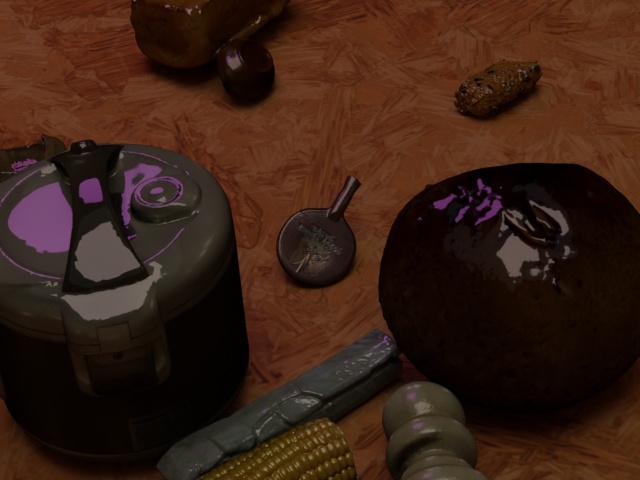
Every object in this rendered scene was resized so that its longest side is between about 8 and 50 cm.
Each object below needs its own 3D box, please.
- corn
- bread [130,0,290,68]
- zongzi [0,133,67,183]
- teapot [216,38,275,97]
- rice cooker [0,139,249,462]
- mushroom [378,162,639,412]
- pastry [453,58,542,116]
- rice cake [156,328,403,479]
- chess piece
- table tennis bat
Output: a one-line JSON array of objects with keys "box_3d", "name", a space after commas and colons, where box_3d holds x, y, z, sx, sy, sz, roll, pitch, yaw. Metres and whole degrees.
[{"box_3d": [-0.082, 0.302, 1.594, 0.305, 0.122, 0.123, -27, 2, -28], "name": "corn"}, {"box_3d": [-0.174, -0.396, 2.373, 0.167, 0.132, 0.294, 8, 36, 37], "name": "bread"}, {"box_3d": [-0.451, -0.022, 2.006, 0.228, 0.115, 0.256, -12, 52, -4], "name": "zongzi"}, {"box_3d": [-0.123, -0.270, 2.287, 0.098, 0.078, 0.129, 42, 34, -9], "name": "teapot"}, {"box_3d": [-0.252, 0.065, 1.708, 0.335, 0.325, 0.335, -2, 41, 2], "name": "rice cooker"}, {"box_3d": [0.224, 0.052, 1.790, 0.331, 0.356, 0.334, -8, 82, -24], "name": "mushroom"}, {"box_3d": [0.276, -0.240, 2.227, 0.080, 0.056, 0.140, 20, 47, 41], "name": "pastry"}, {"box_3d": [-0.043, 0.209, 1.728, 0.336, 0.063, 0.066, -30, 40, -26], "name": "rice cake"}, {"box_3d": [0.129, 0.257, 1.625, 0.133, 0.133, 0.243, -6, 34, -2], "name": "chess piece"}, {"box_3d": [0.000, 0.000, 2.009, 0.107, 0.119, 0.170, 30, 71, 1], "name": "table tennis bat"}]
